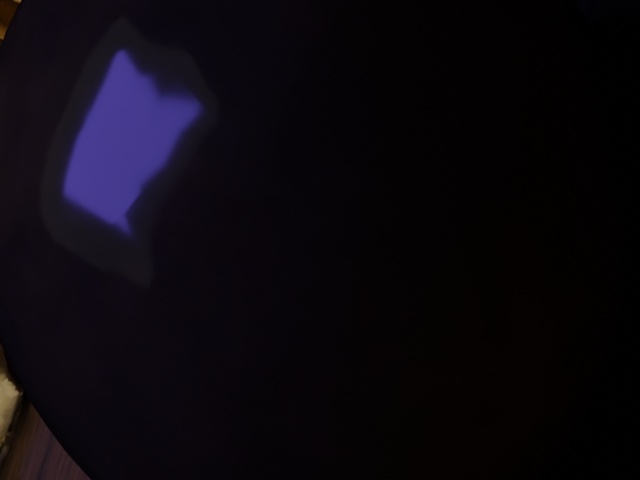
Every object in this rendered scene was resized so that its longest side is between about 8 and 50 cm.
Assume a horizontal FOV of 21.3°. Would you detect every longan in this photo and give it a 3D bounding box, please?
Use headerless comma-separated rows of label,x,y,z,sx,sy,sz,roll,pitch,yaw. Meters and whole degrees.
longan,0.000,0.000,0.428,0.185,0.159,0.204,-88,-17,-56

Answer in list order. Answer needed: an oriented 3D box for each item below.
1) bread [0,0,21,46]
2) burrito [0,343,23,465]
bread,-0.148,-0.173,0.814,0.240,0.139,0.240,-46,37,50
burrito,-0.242,0.192,0.921,0.392,0.076,0.117,-65,27,23
